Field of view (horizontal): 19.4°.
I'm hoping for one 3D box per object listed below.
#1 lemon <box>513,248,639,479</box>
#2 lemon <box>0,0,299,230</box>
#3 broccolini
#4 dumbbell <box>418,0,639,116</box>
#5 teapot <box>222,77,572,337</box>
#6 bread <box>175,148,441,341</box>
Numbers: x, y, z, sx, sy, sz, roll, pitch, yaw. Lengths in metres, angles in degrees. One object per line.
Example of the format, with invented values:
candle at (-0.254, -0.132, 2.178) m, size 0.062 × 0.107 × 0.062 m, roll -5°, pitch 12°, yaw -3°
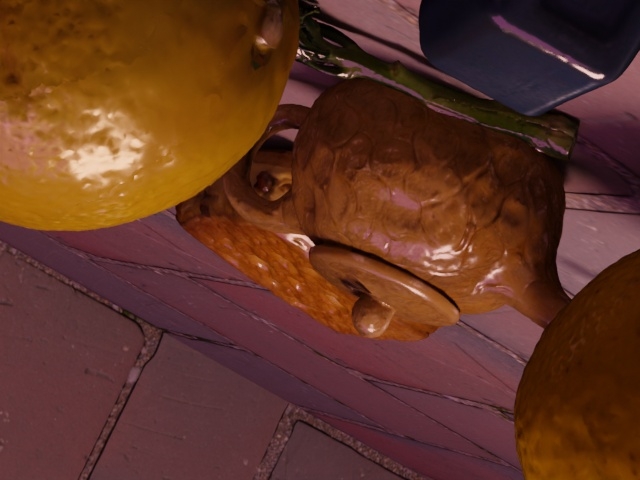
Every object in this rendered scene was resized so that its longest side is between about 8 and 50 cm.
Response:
lemon at (0.264, 0.115, 1.202) m, size 0.253 × 0.310 × 0.253 m, roll 47°, pitch -166°, yaw -16°
lemon at (-0.125, -0.125, 1.072) m, size 0.219 × 0.240 × 0.240 m, roll -4°, pitch 156°, yaw 25°
broccolini at (0.052, -0.119, 1.239) m, size 0.254 × 0.071 × 0.058 m, roll 17°, pitch 126°, yaw 9°
dumbbell at (0.206, -0.075, 0.775) m, size 0.324 × 0.160 × 0.144 m, roll 26°, pitch 138°, yaw -10°
teapot at (0.054, -0.011, 1.345) m, size 0.311 × 0.167 × 0.203 m, roll 20°, pitch 168°, yaw 27°
bread at (0.000, 0.000, 1.716) m, size 0.235 × 0.099 × 0.210 m, roll 37°, pitch 163°, yaw -23°
